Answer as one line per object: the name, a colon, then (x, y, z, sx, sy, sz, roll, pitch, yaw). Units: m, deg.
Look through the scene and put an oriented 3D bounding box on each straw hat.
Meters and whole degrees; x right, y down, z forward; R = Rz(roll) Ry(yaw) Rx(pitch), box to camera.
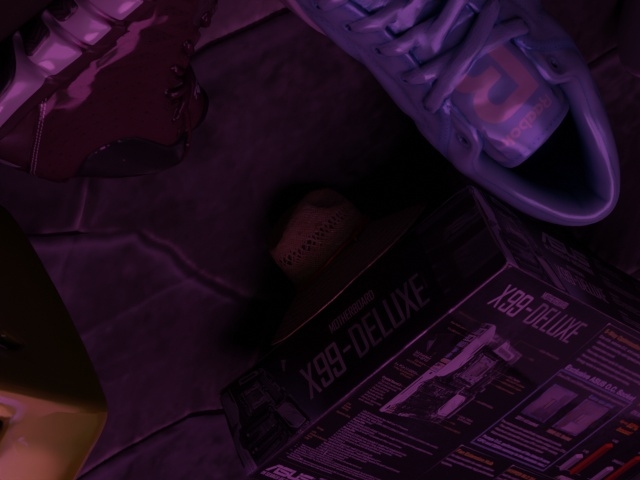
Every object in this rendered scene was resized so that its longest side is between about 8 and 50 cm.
straw hat: (0.000, 0.000, 1.221, 0.144, 0.144, 0.061, -43, 93, 1)

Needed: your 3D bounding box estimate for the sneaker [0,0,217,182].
sneaker: (-0.089, -0.135, 1.040, 0.281, 0.106, 0.162, -38, 143, 16)

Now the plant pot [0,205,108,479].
plant pot: (-0.281, 0.093, 0.996, 0.207, 0.228, 0.227, 20, 110, -34)

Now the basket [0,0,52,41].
basket: (-0.231, -0.136, 0.892, 0.227, 0.204, 0.154, -37, 129, -20)

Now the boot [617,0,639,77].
boot: (0.312, -0.216, 1.247, 0.123, 0.095, 0.258, 14, 113, -33)

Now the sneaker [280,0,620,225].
sneaker: (0.091, -0.128, 1.126, 0.135, 0.150, 0.366, -49, 135, 6)

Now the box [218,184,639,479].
box: (0.121, 0.109, 1.282, 0.242, 0.076, 0.307, -42, 137, 23)
